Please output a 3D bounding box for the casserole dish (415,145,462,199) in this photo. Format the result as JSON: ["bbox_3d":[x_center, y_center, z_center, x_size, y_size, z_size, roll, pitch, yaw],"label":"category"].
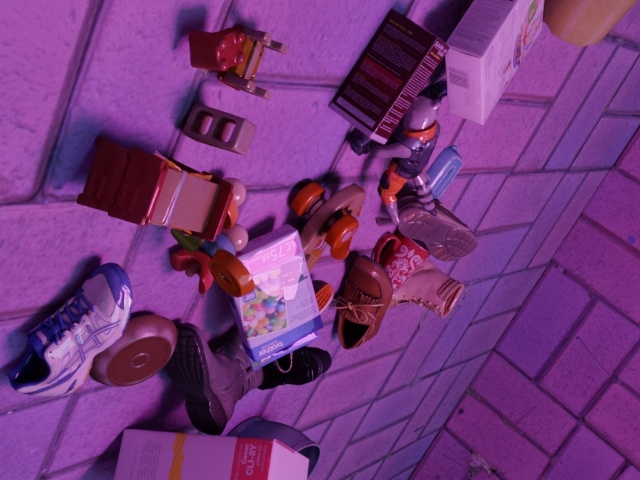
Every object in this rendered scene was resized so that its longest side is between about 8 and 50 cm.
[{"bbox_3d":[0.330,-0.175,2.306,0.188,0.037,0.114,-55,153,9],"label":"casserole dish"}]

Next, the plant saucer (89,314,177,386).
[{"bbox_3d":[-0.380,0.239,1.732,0.199,0.036,0.198,-24,141,-21],"label":"plant saucer"}]

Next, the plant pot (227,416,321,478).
[{"bbox_3d":[-0.170,0.632,2.402,0.293,0.196,0.293,-37,151,-25],"label":"plant pot"}]

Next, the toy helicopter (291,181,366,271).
[{"bbox_3d":[0.000,0.000,1.979,0.235,0.140,0.355,-30,158,-50],"label":"toy helicopter"}]

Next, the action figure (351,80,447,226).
[{"bbox_3d":[0.238,-0.222,1.960,0.341,0.179,0.330,-40,153,-24],"label":"action figure"}]

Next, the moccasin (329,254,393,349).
[{"bbox_3d":[0.104,0.180,2.327,0.147,0.139,0.380,-44,163,-31],"label":"moccasin"}]

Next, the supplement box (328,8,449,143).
[{"bbox_3d":[0.139,-0.335,1.719,0.239,0.130,0.073,-56,152,13],"label":"supplement box"}]

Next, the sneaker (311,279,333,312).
[{"bbox_3d":[-0.070,0.204,2.143,0.262,0.099,0.121,-40,160,-2],"label":"sneaker"}]

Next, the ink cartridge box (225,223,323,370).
[{"bbox_3d":[-0.103,0.138,1.859,0.186,0.065,0.311,-25,120,-21],"label":"ink cartridge box"}]

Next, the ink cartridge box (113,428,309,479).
[{"bbox_3d":[-0.253,0.556,1.979,0.279,0.385,0.160,55,38,-62],"label":"ink cartridge box"}]

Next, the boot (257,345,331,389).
[{"bbox_3d":[-0.036,0.329,2.251,0.247,0.094,0.207,-24,172,40],"label":"boot"}]

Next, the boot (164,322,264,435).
[{"bbox_3d":[-0.243,0.271,1.950,0.222,0.118,0.338,-51,145,-42],"label":"boot"}]

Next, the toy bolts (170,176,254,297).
[{"bbox_3d":[-0.177,0.006,1.629,0.158,0.218,0.228,-42,170,-28],"label":"toy bolts"}]

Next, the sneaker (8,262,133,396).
[{"bbox_3d":[-0.448,0.169,1.501,0.131,0.112,0.296,8,117,-58],"label":"sneaker"}]

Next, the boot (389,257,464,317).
[{"bbox_3d":[0.277,0.177,2.482,0.262,0.203,0.095,-47,152,-8],"label":"boot"}]

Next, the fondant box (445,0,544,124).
[{"bbox_3d":[0.400,-0.464,1.899,0.330,0.096,0.238,-56,156,-20],"label":"fondant box"}]

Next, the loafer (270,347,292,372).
[{"bbox_3d":[-0.105,0.178,1.956,0.109,0.095,0.302,-19,126,-17],"label":"loafer"}]

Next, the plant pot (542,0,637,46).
[{"bbox_3d":[0.667,-0.625,2.038,0.276,0.276,0.253,-30,159,-34],"label":"plant pot"}]

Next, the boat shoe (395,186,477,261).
[{"bbox_3d":[0.315,-0.054,2.274,0.132,0.130,0.355,-30,145,22],"label":"boat shoe"}]

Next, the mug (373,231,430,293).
[{"bbox_3d":[0.208,0.052,2.367,0.169,0.150,0.113,-53,-170,15],"label":"mug"}]

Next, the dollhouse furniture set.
[{"bbox_3d":[-0.223,-0.197,1.383,0.201,0.152,0.373,19,92,-61],"label":"dollhouse furniture set"}]
